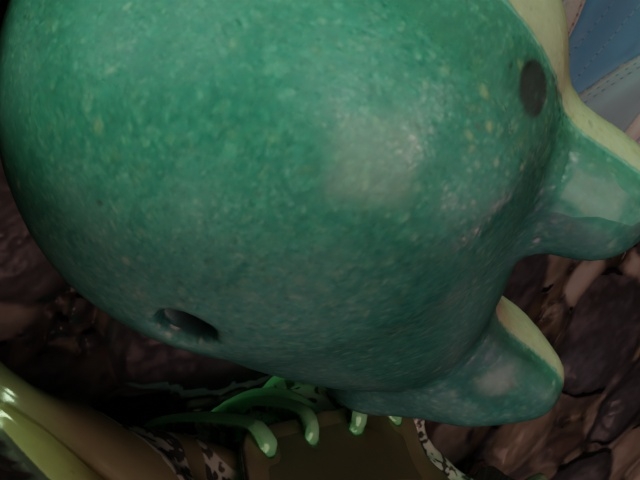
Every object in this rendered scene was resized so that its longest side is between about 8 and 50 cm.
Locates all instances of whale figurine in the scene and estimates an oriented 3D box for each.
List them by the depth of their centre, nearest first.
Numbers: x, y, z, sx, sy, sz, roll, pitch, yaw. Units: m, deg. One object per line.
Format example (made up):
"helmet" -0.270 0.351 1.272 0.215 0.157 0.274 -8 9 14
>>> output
"whale figurine" 0.000 0.000 0.464 0.272 0.216 0.141 64 39 -47

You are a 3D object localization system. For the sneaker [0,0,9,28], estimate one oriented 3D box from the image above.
"sneaker" -0.185 -0.035 0.400 0.299 0.112 0.121 -52 180 -11

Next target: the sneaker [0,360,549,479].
"sneaker" -0.016 0.112 0.636 0.410 0.158 0.182 39 61 -43

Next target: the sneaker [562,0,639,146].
"sneaker" 0.098 -0.169 0.511 0.208 0.127 0.319 4 114 -40
